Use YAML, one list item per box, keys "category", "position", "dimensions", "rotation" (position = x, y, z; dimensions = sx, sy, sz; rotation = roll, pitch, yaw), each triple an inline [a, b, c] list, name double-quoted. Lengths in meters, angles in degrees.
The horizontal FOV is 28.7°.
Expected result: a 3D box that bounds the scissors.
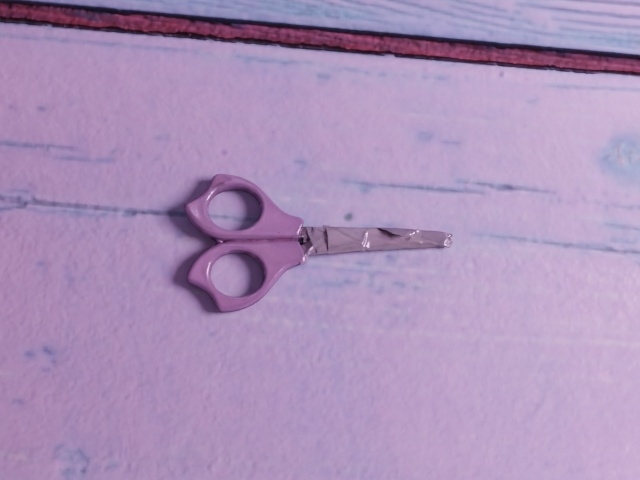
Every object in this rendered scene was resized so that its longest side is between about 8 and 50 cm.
- category: "scissors"
  position: [0.000, 0.000, 0.980]
  dimensions: [0.212, 0.021, 0.110]
  rotation: [-1, 78, -4]
